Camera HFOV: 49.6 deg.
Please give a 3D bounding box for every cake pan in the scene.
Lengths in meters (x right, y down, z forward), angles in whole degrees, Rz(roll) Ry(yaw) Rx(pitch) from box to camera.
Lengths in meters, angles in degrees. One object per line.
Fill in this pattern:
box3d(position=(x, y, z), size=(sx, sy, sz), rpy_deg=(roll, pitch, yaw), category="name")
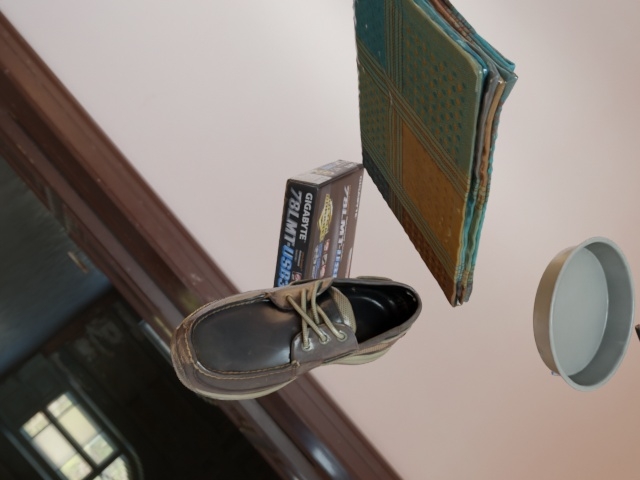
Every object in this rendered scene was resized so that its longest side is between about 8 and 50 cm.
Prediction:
box3d(position=(0.504, 0.138, 1.323), size=(0.293, 0.293, 0.054), rpy_deg=(-42, -154, -28), category="cake pan")

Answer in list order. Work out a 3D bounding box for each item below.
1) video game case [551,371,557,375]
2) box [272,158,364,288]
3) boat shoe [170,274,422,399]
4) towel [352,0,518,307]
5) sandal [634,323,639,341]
box3d(position=(0.577, 0.241, 1.503), size=(0.015, 0.119, 0.166), rpy_deg=(-70, 163, -50), category="video game case")
box3d(position=(0.000, 0.000, 1.397), size=(0.293, 0.073, 0.296), rpy_deg=(-29, 130, -64), category="box")
box3d(position=(-0.015, 0.095, 0.848), size=(0.355, 0.132, 0.130), rpy_deg=(-8, 155, -44), category="boat shoe")
box3d(position=(0.104, -0.121, 0.742), size=(0.040, 0.272, 0.370), rpy_deg=(-22, 146, -8), category="towel")
box3d(position=(0.713, 0.237, 1.431), size=(0.040, 0.179, 0.067), rpy_deg=(-39, -176, 33), category="sandal")
